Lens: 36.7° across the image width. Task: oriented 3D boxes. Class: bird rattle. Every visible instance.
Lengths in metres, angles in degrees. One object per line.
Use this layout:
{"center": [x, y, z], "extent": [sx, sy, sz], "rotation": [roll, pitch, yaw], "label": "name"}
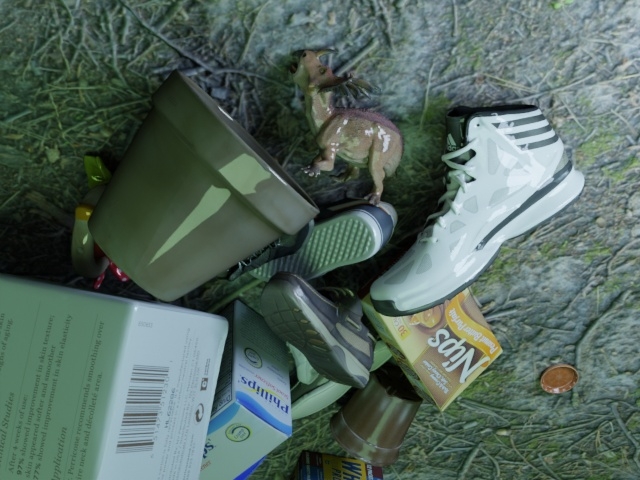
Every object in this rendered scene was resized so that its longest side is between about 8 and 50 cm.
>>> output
{"center": [-0.392, -0.018, 1.697], "extent": [0.143, 0.207, 0.253], "rotation": [20, 115, 3], "label": "bird rattle"}

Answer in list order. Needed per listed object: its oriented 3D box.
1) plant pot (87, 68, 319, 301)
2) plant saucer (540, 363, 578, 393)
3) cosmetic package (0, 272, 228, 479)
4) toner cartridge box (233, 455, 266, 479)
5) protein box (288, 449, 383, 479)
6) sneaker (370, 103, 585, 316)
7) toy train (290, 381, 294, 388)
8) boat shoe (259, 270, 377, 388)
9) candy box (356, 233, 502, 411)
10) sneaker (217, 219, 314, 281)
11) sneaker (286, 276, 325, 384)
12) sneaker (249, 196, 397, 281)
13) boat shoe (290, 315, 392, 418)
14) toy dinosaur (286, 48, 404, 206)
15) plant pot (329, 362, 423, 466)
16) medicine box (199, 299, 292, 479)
{"center": [-0.209, -0.064, 1.546], "extent": [0.280, 0.323, 0.323], "rotation": [-45, 120, 3], "label": "plant pot"}
{"center": [0.521, 0.300, 2.108], "extent": [0.084, 0.013, 0.083], "rotation": [-2, 127, -3], "label": "plant saucer"}
{"center": [-0.424, 0.244, 1.651], "extent": [0.394, 0.327, 0.329], "rotation": [9, 86, 22], "label": "cosmetic package"}
{"center": [-0.304, 0.429, 2.085], "extent": [0.348, 0.075, 0.165], "rotation": [33, 105, -25], "label": "toner cartridge box"}
{"center": [0.024, 0.616, 2.226], "extent": [0.200, 0.136, 0.201], "rotation": [13, 124, -13], "label": "protein box"}
{"center": [0.225, -0.080, 1.681], "extent": [0.447, 0.169, 0.257], "rotation": [-37, 109, -9], "label": "sneaker"}
{"center": [-0.089, 0.297, 2.052], "extent": [0.083, 0.023, 0.017], "rotation": [32, 118, -25], "label": "toy train"}
{"center": [0.003, 0.144, 1.778], "extent": [0.132, 0.130, 0.355], "rotation": [11, 153, 31], "label": "boat shoe"}
{"center": [0.217, 0.165, 1.892], "extent": [0.183, 0.087, 0.316], "rotation": [-42, 125, -13], "label": "candy box"}
{"center": [-0.114, 0.011, 1.697], "extent": [0.227, 0.130, 0.087], "rotation": [-25, 93, 38], "label": "sneaker"}
{"center": [-0.046, 0.170, 1.911], "extent": [0.115, 0.090, 0.232], "rotation": [4, 104, 23], "label": "sneaker"}
{"center": [0.000, 0.000, 1.772], "extent": [0.321, 0.127, 0.126], "rotation": [-9, 105, 36], "label": "sneaker"}
{"center": [0.021, 0.268, 1.999], "extent": [0.305, 0.091, 0.109], "rotation": [-40, 153, 24], "label": "boat shoe"}
{"center": [0.066, -0.187, 1.652], "extent": [0.296, 0.127, 0.200], "rotation": [23, 100, -33], "label": "toy dinosaur"}
{"center": [0.130, 0.360, 2.040], "extent": [0.167, 0.167, 0.165], "rotation": [21, 115, -18], "label": "plant pot"}
{"center": [-0.200, 0.313, 1.890], "extent": [0.149, 0.289, 0.263], "rotation": [37, 116, -27], "label": "medicine box"}
